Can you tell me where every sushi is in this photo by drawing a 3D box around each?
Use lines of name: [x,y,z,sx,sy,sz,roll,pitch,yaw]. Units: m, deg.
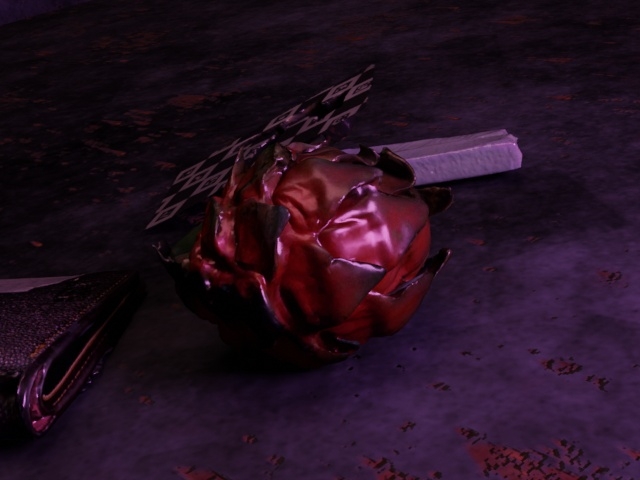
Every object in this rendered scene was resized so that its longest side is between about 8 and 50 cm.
sushi: [-0.051,-0.091,1.097,0.279,0.043,0.192,-28,19,17]

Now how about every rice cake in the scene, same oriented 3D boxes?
rice cake: [0.100,-0.082,1.050,0.221,0.042,0.080,-7,18,13]

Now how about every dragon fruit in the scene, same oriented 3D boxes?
dragon fruit: [-0.007,0.006,0.734,0.189,0.182,0.182,-48,18,15]

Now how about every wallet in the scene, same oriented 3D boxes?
wallet: [-0.282,0.082,0.807,0.220,0.071,0.262,-6,17,11]
